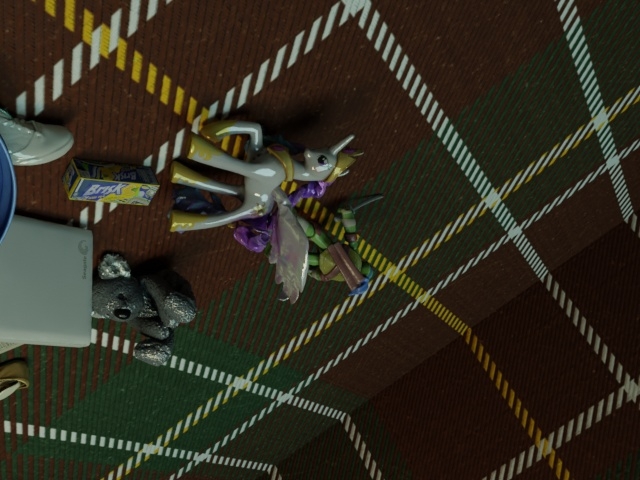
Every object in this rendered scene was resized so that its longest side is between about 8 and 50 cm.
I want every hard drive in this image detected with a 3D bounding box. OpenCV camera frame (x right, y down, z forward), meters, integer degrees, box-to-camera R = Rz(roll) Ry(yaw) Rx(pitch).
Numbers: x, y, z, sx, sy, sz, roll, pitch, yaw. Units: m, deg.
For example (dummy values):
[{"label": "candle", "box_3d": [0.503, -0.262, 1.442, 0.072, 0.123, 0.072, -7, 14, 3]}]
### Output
[{"label": "hard drive", "box_3d": [-0.570, 0.066, 1.469, 0.047, 0.233, 0.353, -13, 163, 35]}]

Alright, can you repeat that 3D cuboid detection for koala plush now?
[{"label": "koala plush", "box_3d": [-0.416, 0.132, 1.788, 0.221, 0.203, 0.196, 19, 117, -28]}]

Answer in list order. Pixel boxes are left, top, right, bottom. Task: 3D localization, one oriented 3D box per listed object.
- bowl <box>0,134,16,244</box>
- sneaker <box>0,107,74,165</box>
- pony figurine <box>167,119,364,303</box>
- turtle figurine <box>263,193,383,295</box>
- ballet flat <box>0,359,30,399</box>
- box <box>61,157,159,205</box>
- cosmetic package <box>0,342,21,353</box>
[{"label": "bowl", "box_3d": [-0.657, -0.078, 1.191, 0.391, 0.077, 0.391, -16, 124, -25]}, {"label": "sneaker", "box_3d": [-0.506, -0.177, 1.317, 0.212, 0.080, 0.094, -10, 132, -31]}, {"label": "pony figurine", "box_3d": [-0.119, -0.086, 1.646, 0.364, 0.302, 0.351, 3, 129, -23]}, {"label": "turtle figurine", "box_3d": [0.000, 0.000, 2.006, 0.266, 0.274, 0.198, 21, 147, -31]}, {"label": "ballet flat", "box_3d": [-0.774, 0.341, 1.837, 0.232, 0.073, 0.080, -21, 148, -16]}, {"label": "box", "box_3d": [-0.394, -0.109, 1.531, 0.169, 0.054, 0.059, 3, 135, -44]}, {"label": "cosmetic package", "box_3d": [-0.690, 0.158, 1.603, 0.309, 0.113, 0.160, -21, 148, -16]}]
